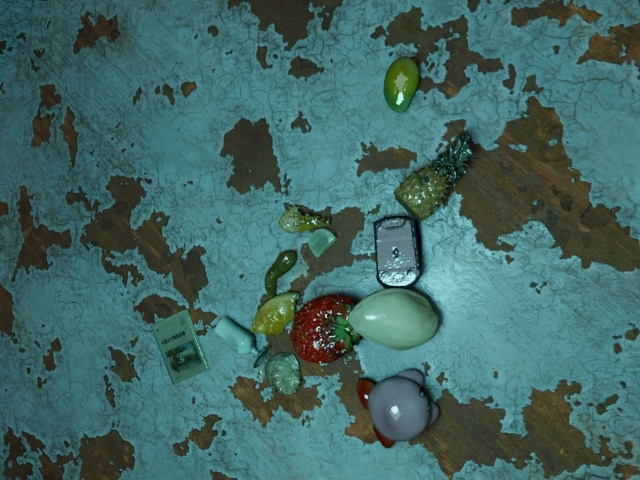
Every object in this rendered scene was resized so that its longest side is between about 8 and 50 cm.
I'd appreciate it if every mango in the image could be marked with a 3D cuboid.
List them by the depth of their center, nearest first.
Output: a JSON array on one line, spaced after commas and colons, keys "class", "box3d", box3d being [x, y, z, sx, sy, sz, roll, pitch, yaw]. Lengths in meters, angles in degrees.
[{"class": "mango", "box3d": [0.294, -0.564, 1.730, 0.130, 0.092, 0.195, 2, 100, 17]}]

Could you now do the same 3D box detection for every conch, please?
[{"class": "conch", "box3d": [-0.158, 0.526, 1.904, 0.207, 0.130, 0.155, 7, 58, 41]}]

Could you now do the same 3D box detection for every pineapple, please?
[{"class": "pineapple", "box3d": [0.420, -0.232, 1.663, 0.169, 0.169, 0.340, 44, 96, 14]}]

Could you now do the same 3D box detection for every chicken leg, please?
[{"class": "chicken leg", "box3d": [-0.061, -0.082, 1.863, 0.207, 0.085, 0.101, -1, 79, 11]}]

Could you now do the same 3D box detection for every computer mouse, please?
[{"class": "computer mouse", "box3d": [0.282, 0.044, 1.729, 0.170, 0.100, 0.269, -4, 84, 16]}]

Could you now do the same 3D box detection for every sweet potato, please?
[{"class": "sweet potato", "box3d": [-0.173, 0.134, 1.912, 0.081, 0.062, 0.233, 34, 104, 12]}]

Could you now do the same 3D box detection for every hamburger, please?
[{"class": "hamburger", "box3d": [-0.002, 0.000, 1.855, 0.084, 0.054, 0.121, 46, 111, 12]}]

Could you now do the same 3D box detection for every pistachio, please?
[{"class": "pistachio", "box3d": [0.255, 0.274, 1.656, 0.332, 0.208, 0.226, 13, 107, -20]}]

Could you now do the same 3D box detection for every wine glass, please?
[{"class": "wine glass", "box3d": [-0.323, 0.411, 1.944, 0.231, 0.103, 0.103, 33, 101, 20]}]

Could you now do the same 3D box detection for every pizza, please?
[{"class": "pizza", "box3d": [-0.179, 0.298, 1.909, 0.134, 0.056, 0.271, 40, 109, 4]}]

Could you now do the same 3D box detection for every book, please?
[{"class": "book", "box3d": [-0.618, 0.468, 2.088, 0.215, 0.025, 0.283, -27, 84, 19]}]

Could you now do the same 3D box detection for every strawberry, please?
[{"class": "strawberry", "box3d": [0.010, 0.318, 1.763, 0.288, 0.250, 0.238, -1, 97, 45]}]

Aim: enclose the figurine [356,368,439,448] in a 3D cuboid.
[{"class": "figurine", "box3d": [0.263, 0.602, 1.681, 0.261, 0.211, 0.270, -25, 83, 18]}]
